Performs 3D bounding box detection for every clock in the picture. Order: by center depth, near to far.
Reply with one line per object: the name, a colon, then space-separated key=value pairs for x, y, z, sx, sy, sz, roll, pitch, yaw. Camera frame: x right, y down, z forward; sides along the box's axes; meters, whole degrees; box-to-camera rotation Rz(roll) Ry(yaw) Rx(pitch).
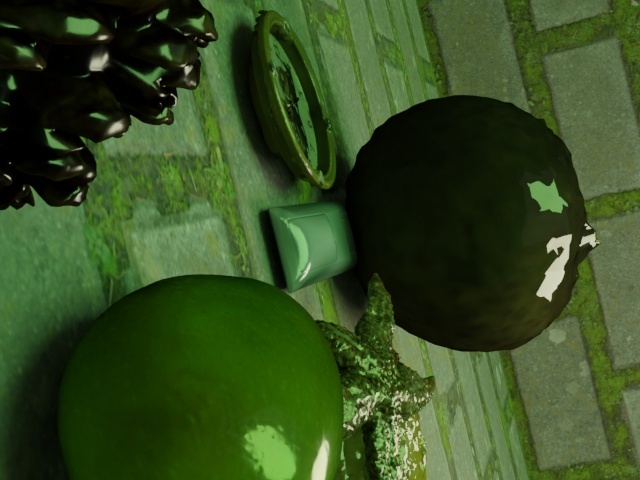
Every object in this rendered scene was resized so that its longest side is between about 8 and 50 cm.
clock: x=-0.043 y=-0.171 z=1.247 sx=0.237 sy=0.057 sz=0.237 roll=-15 pitch=90 yaw=-75

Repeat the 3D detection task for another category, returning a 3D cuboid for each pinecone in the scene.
pinecone: x=-0.163 y=-0.133 z=0.483 sx=0.243 sy=0.243 sz=0.257 roll=47 pitch=59 yaw=-61

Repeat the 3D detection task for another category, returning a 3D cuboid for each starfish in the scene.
starfish: x=0.045 y=0.146 z=1.106 sx=0.347 sy=0.078 sz=0.358 roll=39 pitch=41 yaw=-31

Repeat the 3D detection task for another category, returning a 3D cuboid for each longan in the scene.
longan: x=0.222 y=-0.031 z=1.465 sx=0.391 sy=0.391 sz=0.391 roll=-13 pitch=90 yaw=-74

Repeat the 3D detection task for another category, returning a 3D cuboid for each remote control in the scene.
remote control: x=-0.001 y=0.000 z=1.263 sx=0.293 sy=0.051 sz=0.103 roll=-15 pitch=91 yaw=-75

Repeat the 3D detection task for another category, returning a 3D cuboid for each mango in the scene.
mango: x=-0.074 y=0.104 z=0.705 sx=0.192 sy=0.156 sz=0.343 roll=38 pitch=12 yaw=-5

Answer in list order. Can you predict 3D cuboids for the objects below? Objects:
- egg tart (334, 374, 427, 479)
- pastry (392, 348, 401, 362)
egg tart: x=0.076 y=0.272 z=1.242 sx=0.232 sy=0.098 sz=0.252 roll=-4 pitch=85 yaw=-71
pastry: x=0.094 y=0.214 z=1.415 sx=0.140 sy=0.056 sz=0.080 roll=-82 pitch=162 yaw=-67
